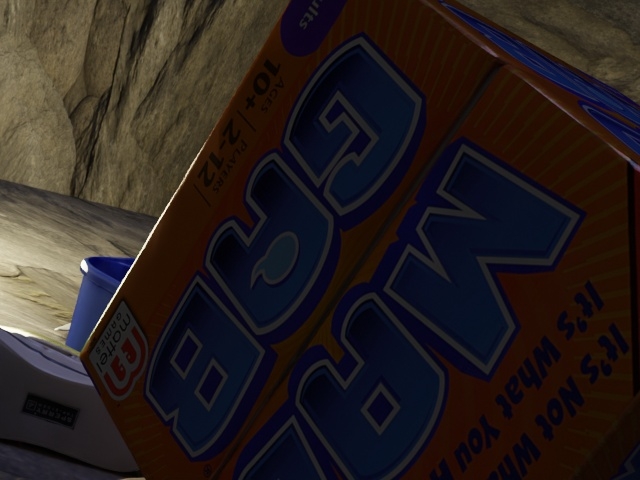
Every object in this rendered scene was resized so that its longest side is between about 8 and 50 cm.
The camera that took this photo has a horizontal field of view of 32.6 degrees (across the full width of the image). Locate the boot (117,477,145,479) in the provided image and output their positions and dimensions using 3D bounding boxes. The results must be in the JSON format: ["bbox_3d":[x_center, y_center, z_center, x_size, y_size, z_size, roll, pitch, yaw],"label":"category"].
[{"bbox_3d":[-0.074,0.209,0.798,0.190,0.069,0.086,-5,24,-40],"label":"boot"}]

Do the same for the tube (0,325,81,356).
[{"bbox_3d":[-0.302,0.118,1.124,0.240,0.062,0.070,16,-40,51],"label":"tube"}]

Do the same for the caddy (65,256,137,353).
[{"bbox_3d":[-0.126,0.107,1.186,0.241,0.179,0.341,13,7,-46],"label":"caddy"}]

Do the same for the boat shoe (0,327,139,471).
[{"bbox_3d":[-0.260,0.131,0.963,0.258,0.095,0.084,29,-2,-8],"label":"boat shoe"}]

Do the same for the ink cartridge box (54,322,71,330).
[{"bbox_3d":[-0.129,0.153,1.498,0.385,0.091,0.308,3,2,7],"label":"ink cartridge box"}]

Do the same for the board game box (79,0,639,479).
[{"bbox_3d":[0.124,0.077,0.749,0.356,0.356,0.356,15,25,-45],"label":"board game box"}]
